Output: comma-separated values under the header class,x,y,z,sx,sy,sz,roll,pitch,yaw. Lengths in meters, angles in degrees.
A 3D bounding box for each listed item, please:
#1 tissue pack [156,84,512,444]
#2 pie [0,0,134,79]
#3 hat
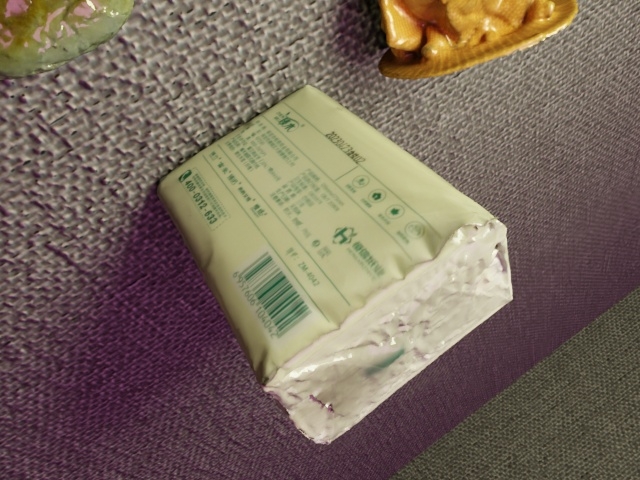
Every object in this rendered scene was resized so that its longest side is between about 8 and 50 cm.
class,x,y,z,sx,sy,sz,roll,pitch,yaw
tissue pack,0.000,0.000,0.628,0.297,0.380,0.207,-34,138,-5
pie,-0.298,-0.274,0.410,0.306,0.071,0.306,-21,136,-22
hat,0.154,-0.353,0.586,0.233,0.244,0.233,-38,125,-13
